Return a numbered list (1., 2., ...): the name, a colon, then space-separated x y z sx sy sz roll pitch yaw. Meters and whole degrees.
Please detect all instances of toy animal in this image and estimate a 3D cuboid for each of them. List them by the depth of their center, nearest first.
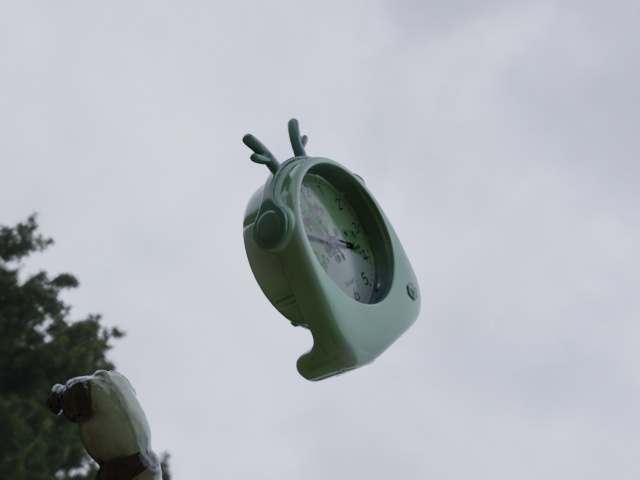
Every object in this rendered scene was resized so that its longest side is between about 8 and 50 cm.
1. toy animal: -0.248 0.264 1.164 0.121 0.094 0.225 -35 -103 45

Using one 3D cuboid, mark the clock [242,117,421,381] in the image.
1. clock: 0.000 0.000 0.781 0.066 0.159 0.211 -25 -89 32
